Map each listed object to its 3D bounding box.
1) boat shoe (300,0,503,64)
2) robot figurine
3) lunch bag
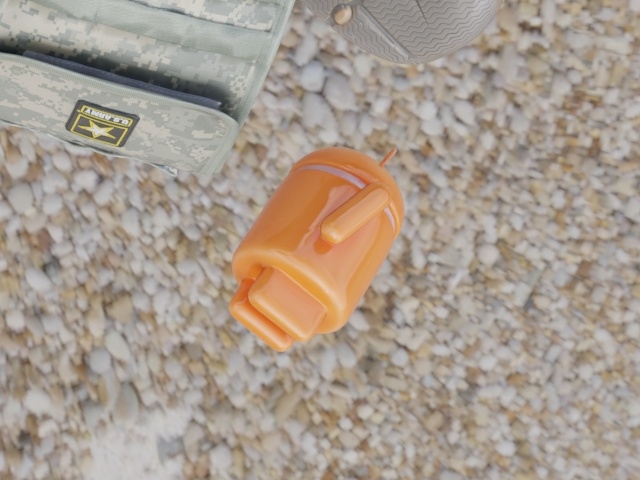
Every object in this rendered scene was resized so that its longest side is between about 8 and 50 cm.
[{"bbox_3d":[0.001,-0.234,0.569,0.116,0.123,0.324,-38,107,-47],"label":"boat shoe"},{"bbox_3d":[0.001,0.000,1.284,0.219,0.128,0.158,-58,156,-31],"label":"robot figurine"},{"bbox_3d":[-0.158,-0.187,1.109,0.235,0.169,0.287,15,122,-16],"label":"lunch bag"}]
